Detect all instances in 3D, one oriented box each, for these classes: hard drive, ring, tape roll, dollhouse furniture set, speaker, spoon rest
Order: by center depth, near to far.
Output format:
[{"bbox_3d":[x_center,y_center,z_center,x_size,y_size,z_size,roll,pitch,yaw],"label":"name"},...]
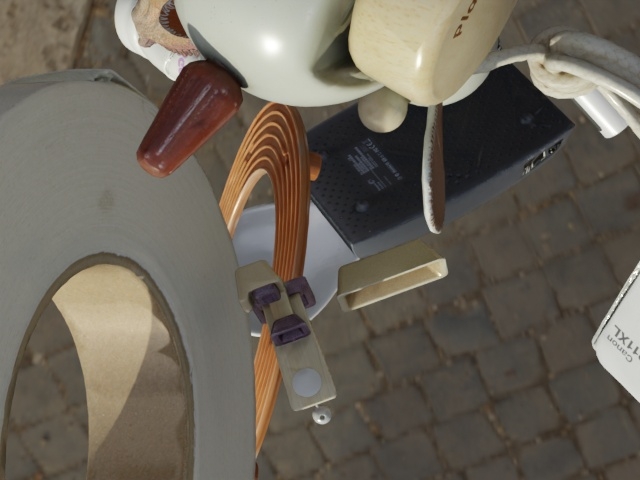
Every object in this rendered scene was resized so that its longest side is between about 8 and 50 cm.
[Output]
[{"bbox_3d":[-0.138,0.108,0.803,0.072,0.392,0.392,-2,116,21],"label":"tape roll"},{"bbox_3d":[0.022,0.046,0.851,0.114,0.081,0.091,-20,159,1],"label":"dollhouse furniture set"},{"bbox_3d":[-0.056,0.054,1.227,0.032,0.336,0.336,11,114,-16],"label":"ring"},{"bbox_3d":[0.104,-0.087,1.524,0.255,0.172,0.054,-28,140,-12],"label":"hard drive"},{"bbox_3d":[0.000,0.000,1.625,0.276,0.084,0.137,-29,88,-24],"label":"spoon rest"},{"bbox_3d":[0.329,-0.193,1.901,0.055,0.055,0.136,-41,104,16],"label":"speaker"}]

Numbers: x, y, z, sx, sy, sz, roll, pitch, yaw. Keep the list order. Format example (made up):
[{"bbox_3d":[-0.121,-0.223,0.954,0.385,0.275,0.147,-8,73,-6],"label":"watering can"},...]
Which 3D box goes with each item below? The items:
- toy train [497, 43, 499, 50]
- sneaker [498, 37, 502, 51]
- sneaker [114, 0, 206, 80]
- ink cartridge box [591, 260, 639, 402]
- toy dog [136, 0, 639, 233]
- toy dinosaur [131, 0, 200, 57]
[{"bbox_3d":[0.088,-0.151,1.074,0.083,0.024,0.017,27,68,-19],"label":"toy train"},{"bbox_3d":[0.172,-0.254,1.788,0.106,0.078,0.234,20,126,2],"label":"sneaker"},{"bbox_3d":[-0.012,-0.221,1.258,0.305,0.152,0.114,-38,138,-9],"label":"sneaker"},{"bbox_3d":[0.226,0.033,0.665,0.127,0.175,0.072,46,141,23],"label":"ink cartridge box"},{"bbox_3d":[0.008,-0.080,0.683,0.161,0.220,0.334,-55,145,4],"label":"toy dog"},{"bbox_3d":[-0.052,-0.193,0.940,0.200,0.127,0.295,36,128,9],"label":"toy dinosaur"}]
